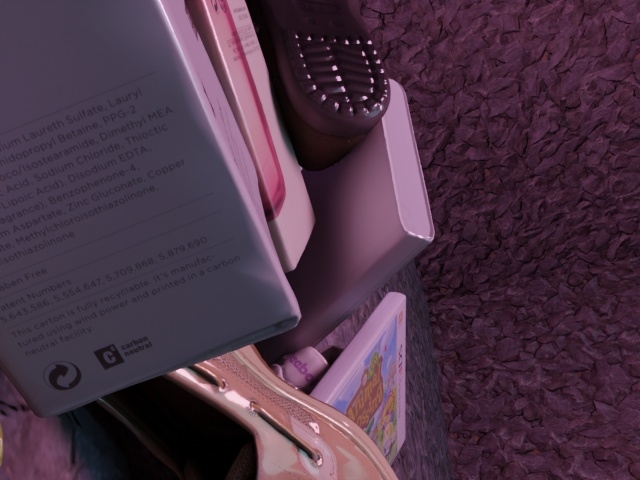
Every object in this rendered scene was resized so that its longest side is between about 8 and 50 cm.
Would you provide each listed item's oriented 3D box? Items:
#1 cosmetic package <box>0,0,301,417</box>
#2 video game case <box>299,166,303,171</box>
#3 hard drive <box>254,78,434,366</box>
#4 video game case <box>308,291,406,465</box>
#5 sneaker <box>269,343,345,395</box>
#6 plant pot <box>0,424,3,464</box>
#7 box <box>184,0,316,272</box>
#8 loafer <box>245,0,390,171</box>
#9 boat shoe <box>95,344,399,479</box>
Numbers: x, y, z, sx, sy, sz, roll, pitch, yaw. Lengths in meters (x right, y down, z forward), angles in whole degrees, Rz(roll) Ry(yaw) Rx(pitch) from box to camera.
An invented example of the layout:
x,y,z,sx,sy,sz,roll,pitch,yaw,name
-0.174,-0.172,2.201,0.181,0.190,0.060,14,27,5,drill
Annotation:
x,y,z,sx,sy,sz,roll,pitch,yaw,name
-0.156,-0.131,0.371,0.217,0.156,0.384,-113,-177,-58,cosmetic package
-0.043,-0.101,1.237,0.329,0.036,0.299,-85,157,-57,video game case
0.000,0.000,0.789,0.040,0.307,0.202,16,49,-26,hard drive
0.040,0.182,0.724,0.212,0.023,0.193,-43,136,-54,video game case
0.003,0.197,0.792,0.114,0.152,0.305,45,-3,26,sneaker
-0.176,0.088,0.294,0.083,0.079,0.083,-14,90,-77,plant pot
-0.113,-0.083,0.618,0.127,0.149,0.232,-70,144,-69,box
-0.031,-0.220,0.770,0.130,0.134,0.365,119,-29,-48,loafer
-0.058,0.164,0.553,0.341,0.122,0.110,47,29,-14,boat shoe
